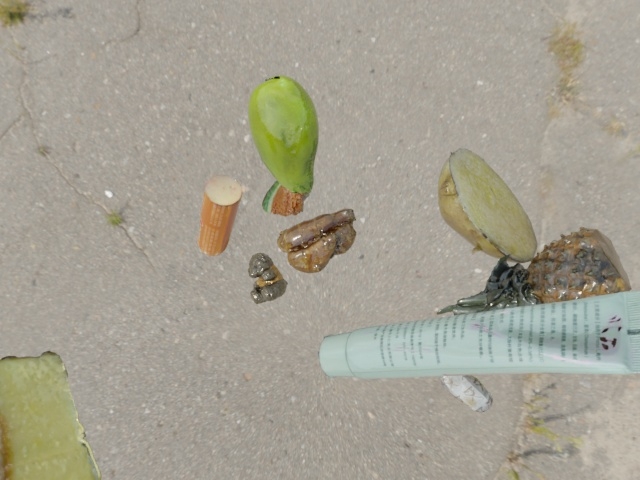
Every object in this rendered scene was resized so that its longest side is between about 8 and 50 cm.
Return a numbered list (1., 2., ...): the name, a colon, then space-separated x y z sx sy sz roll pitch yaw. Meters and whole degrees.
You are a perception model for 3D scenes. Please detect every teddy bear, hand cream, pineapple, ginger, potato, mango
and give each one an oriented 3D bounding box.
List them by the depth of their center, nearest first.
1. hand cream: 0.139 0.101 0.521 0.058 0.331 0.085 53 42 -25
2. mango: -0.044 -0.126 0.668 0.091 0.165 0.074 21 48 36
3. ginger: 0.000 0.000 0.990 0.162 0.073 0.103 -26 58 4
4. pineapple: 0.400 0.103 1.039 0.364 0.165 0.166 -30 76 36
5. potato: 0.356 -0.058 1.197 0.299 0.116 0.239 50 39 0
6. teddy bear: -0.207 0.136 1.988 0.140 0.177 0.190 -24 86 -28

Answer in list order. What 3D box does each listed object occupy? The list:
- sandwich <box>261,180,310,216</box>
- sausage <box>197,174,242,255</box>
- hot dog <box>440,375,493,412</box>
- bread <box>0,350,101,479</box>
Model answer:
1. sandwich: -0.115 -0.151 1.905 0.160 0.185 0.109 48 41 16
2. sausage: -0.278 -0.046 1.401 0.093 0.312 0.093 9 58 -14
3. hot dog: 0.469 0.475 1.679 0.192 0.053 0.099 39 115 2
4. bread: -0.458 0.277 0.715 0.198 0.263 0.236 -15 80 38
